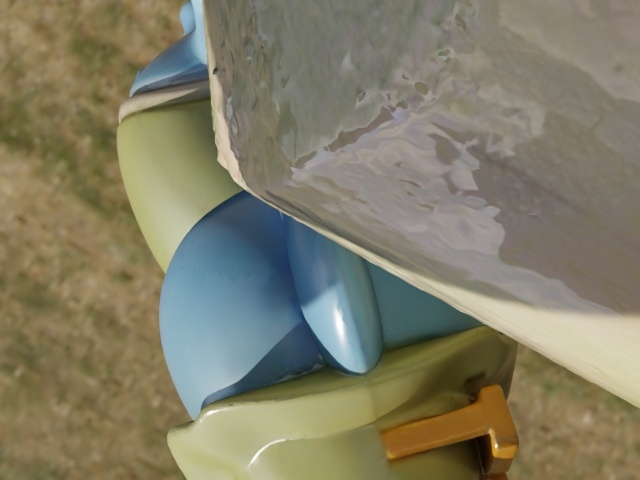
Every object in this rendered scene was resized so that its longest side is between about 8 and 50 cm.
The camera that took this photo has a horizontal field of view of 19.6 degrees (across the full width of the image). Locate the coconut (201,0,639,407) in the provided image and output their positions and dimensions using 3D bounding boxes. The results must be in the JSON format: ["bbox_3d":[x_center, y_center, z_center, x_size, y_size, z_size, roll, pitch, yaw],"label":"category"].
[{"bbox_3d":[0.076,-0.087,0.503,0.244,0.239,0.239,34,142,-15],"label":"coconut"}]

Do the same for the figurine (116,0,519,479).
[{"bbox_3d":[-0.004,0.001,0.720,0.154,0.262,0.180,-6,162,-33],"label":"figurine"}]
